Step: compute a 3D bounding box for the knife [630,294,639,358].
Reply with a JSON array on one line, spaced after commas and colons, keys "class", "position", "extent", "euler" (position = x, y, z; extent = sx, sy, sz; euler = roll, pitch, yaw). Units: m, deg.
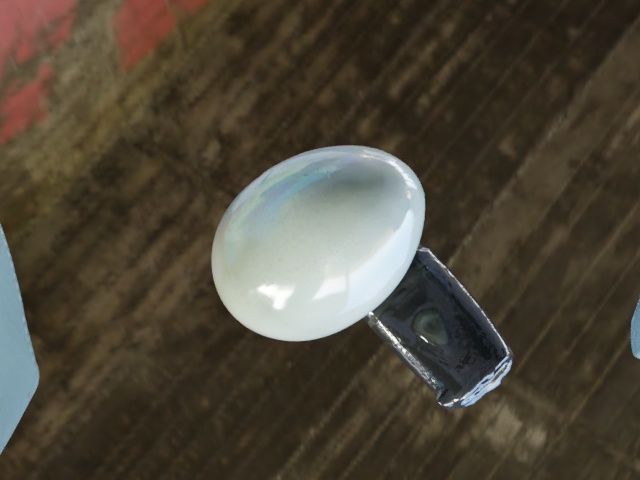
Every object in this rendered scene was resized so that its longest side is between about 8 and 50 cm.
[{"class": "knife", "position": [0.137, 0.009, 0.551], "extent": [0.019, 0.313, 0.044], "euler": [8, -102, 4]}]

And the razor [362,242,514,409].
[{"class": "razor", "position": [0.105, 0.080, 1.370], "extent": [0.090, 0.054, 0.148], "euler": [-44, -108, 11]}]

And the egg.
[{"class": "egg", "position": [0.000, 0.000, 1.287], "extent": [0.209, 0.151, 0.151], "euler": [-33, -120, 29]}]

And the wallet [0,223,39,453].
[{"class": "wallet", "position": [-0.299, 0.123, 1.125], "extent": [0.083, 0.252, 0.360], "euler": [3, -149, 9]}]
